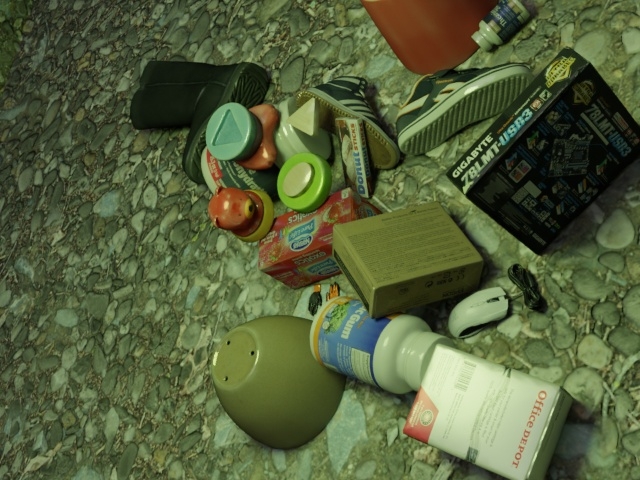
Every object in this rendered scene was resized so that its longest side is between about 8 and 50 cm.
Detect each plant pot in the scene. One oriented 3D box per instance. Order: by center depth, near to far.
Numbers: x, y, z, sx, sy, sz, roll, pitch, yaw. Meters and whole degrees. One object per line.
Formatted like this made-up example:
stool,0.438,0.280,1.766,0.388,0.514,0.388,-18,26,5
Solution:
plant pot,-0.115,0.272,1.888,0.284,0.191,0.284,-20,56,32
plant pot,0.217,-0.545,2.012,0.275,0.243,0.275,-21,54,33

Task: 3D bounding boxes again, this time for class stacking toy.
stacking toy,-0.131,-0.173,1.961,0.279,0.130,0.309,-16,72,32

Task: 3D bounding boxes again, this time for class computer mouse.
computer mouse,0.314,0.122,1.699,0.193,0.042,0.106,-32,50,24

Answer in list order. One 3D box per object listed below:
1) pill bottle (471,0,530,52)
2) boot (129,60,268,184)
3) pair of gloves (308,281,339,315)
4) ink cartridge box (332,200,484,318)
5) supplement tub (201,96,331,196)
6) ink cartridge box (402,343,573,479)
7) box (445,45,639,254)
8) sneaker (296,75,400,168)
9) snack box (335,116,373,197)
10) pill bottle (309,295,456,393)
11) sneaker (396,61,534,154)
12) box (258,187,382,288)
pill bottle,0.383,-0.462,1.945,0.120,0.067,0.067,-44,45,14
boot,-0.384,-0.331,2.487,0.445,0.146,0.367,11,65,40
pair of gloves,0.007,0.127,1.990,0.083,0.010,0.074,-11,61,38
ink cartridge box,0.164,0.033,1.756,0.234,0.088,0.193,-13,43,-17
supplement tub,-0.131,-0.204,2.166,0.272,0.191,0.191,-29,51,27
ink cartridge box,0.287,0.299,1.556,0.237,0.100,0.172,17,79,35
box,0.403,-0.144,1.587,0.293,0.295,0.073,-48,47,11
sneaker,0.096,-0.279,2.075,0.282,0.153,0.099,37,135,19
snack box,0.075,-0.184,2.012,0.064,0.022,0.178,8,116,41
pill bottle,0.122,0.205,1.743,0.272,0.152,0.152,12,76,44
sneaker,0.286,-0.307,1.902,0.321,0.126,0.128,-27,57,30
box,0.000,0.000,1.981,0.256,0.128,0.123,-21,54,31
